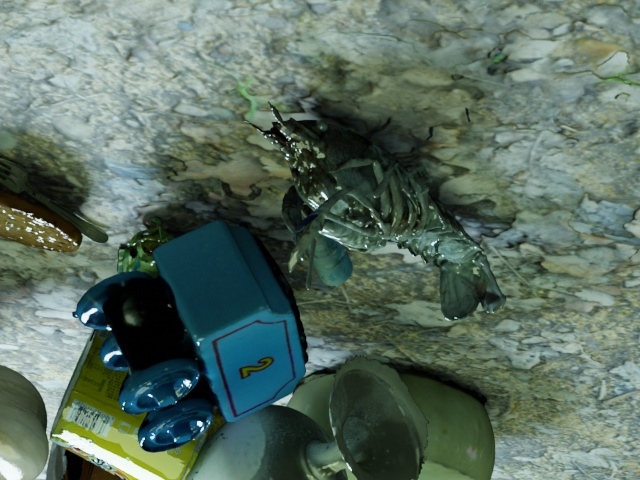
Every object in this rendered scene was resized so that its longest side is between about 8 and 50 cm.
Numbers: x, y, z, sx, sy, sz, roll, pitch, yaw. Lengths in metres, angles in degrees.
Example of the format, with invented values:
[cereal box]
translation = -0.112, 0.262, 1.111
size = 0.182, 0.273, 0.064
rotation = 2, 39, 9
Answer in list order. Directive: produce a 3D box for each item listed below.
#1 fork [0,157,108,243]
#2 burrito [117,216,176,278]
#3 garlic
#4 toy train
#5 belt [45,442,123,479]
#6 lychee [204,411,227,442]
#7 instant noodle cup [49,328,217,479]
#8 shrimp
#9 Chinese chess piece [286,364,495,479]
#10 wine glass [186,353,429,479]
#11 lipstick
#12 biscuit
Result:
[fork]
translation = -0.341, -0.046, 1.620
size = 0.028, 0.034, 0.219
rotation = -5, 150, 37
[burrito]
translation = -0.223, 0.055, 1.761
size = 0.104, 0.054, 0.288
rotation = 7, 153, 4
[garlic]
translation = -0.502, 0.258, 1.854
size = 0.281, 0.184, 0.203
rotation = 9, 148, 47
[toy train]
translation = -0.153, 0.127, 1.666
size = 0.265, 0.188, 0.300
rotation = -26, 153, -9
[belt]
translation = -0.363, 0.374, 2.139
size = 0.122, 0.217, 0.338
rotation = 21, -170, -22
[lychee]
translation = -0.170, 0.353, 2.222
size = 0.114, 0.146, 0.114
rotation = -5, 115, -10
[instant noodle cup]
translation = -0.270, 0.235, 1.905
size = 0.200, 0.264, 0.264
rotation = 22, 149, -9
[shrimp]
translation = 0.064, -0.025, 1.459
size = 0.221, 0.166, 0.410
rotation = -19, 154, 35
[Chinese chess piece]
translation = 0.105, 0.326, 2.080
size = 0.349, 0.146, 0.349
rotation = 6, 152, 3
[wine glass]
translation = -0.032, 0.324, 1.834
size = 0.323, 0.238, 0.238
rotation = -28, 137, 31
[lipstick]
translation = 0.000, 0.000, 1.613
size = 0.048, 0.048, 0.158
rotation = -2, 150, 16
[biscuit]
translation = -0.385, -0.031, 1.623
size = 0.188, 0.027, 0.188
rotation = 16, 163, 5
